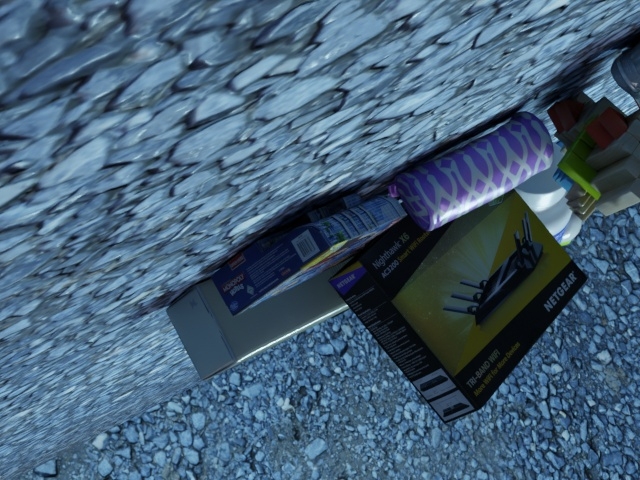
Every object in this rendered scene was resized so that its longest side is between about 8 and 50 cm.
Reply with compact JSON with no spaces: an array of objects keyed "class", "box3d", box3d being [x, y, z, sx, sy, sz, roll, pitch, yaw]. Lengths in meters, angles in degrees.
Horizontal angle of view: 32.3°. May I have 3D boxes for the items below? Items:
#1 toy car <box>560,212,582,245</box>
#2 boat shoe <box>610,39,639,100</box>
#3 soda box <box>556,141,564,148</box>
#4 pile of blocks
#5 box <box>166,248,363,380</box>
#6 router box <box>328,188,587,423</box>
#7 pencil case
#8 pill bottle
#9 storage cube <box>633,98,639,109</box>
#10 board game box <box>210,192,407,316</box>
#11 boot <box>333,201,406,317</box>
[{"class":"toy car","box3d":[0.367,-0.064,1.926,0.136,0.182,0.159,-26,-171,11]},{"class":"boat shoe","box3d":[0.440,-0.206,1.419,0.103,0.118,0.320,-25,171,18]},{"class":"soda box","box3d":[0.435,-0.136,2.117,0.210,0.071,0.067,-27,174,-23]},{"class":"pile of blocks","box3d":[0.339,-0.121,1.436,0.149,0.112,0.362,-50,-175,6]},{"class":"box","box3d":[-0.055,0.075,1.445,0.275,0.113,0.094,-22,172,-40]},{"class":"router box","box3d":[0.191,0.053,1.477,0.309,0.243,0.081,-42,-177,-39]},{"class":"pencil case","box3d":[0.192,-0.091,1.377,0.206,0.088,0.086,-27,136,-16]},{"class":"pill bottle","box3d":[0.313,-0.037,1.746,0.152,0.152,0.272,-27,151,-20]},{"class":"storage cube","box3d":[0.601,-0.206,1.682,0.183,0.215,0.193,-31,167,23]},{"class":"board game box","box3d":[0.000,0.000,1.317,0.194,0.060,0.194,-24,172,-48]},{"class":"boot","box3d":[0.079,0.024,1.619,0.137,0.077,0.198,-24,156,-53]}]
